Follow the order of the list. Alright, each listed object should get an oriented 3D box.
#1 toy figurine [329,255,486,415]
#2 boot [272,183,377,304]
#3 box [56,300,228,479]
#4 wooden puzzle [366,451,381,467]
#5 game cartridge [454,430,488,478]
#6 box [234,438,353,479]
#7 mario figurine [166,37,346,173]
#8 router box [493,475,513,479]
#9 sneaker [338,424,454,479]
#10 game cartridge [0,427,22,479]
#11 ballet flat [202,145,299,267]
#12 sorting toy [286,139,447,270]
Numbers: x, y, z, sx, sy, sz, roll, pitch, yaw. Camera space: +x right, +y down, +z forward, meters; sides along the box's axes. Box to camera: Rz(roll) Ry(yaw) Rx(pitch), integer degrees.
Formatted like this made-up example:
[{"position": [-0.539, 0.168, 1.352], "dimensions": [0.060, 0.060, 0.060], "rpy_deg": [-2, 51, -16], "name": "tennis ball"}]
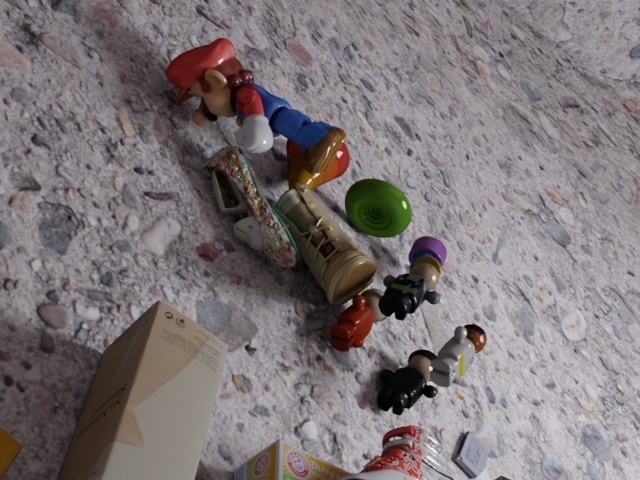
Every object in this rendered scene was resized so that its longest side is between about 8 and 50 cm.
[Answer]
[{"position": [0.148, 0.152, 2.089], "dimensions": [0.213, 0.209, 0.148], "rpy_deg": [51, 43, 0], "name": "toy figurine"}, {"position": [0.000, 0.000, 2.099], "dimensions": [0.203, 0.095, 0.262], "rpy_deg": [53, 1, 7], "name": "boot"}, {"position": [-0.227, 0.242, 1.617], "dimensions": [0.121, 0.148, 0.311], "rpy_deg": [36, 34, -19], "name": "box"}, {"position": [0.098, 0.364, 2.007], "dimensions": [0.083, 0.006, 0.049], "rpy_deg": [54, 33, 6], "name": "wooden puzzle"}, {"position": [0.258, 0.366, 2.188], "dimensions": [0.056, 0.017, 0.083], "rpy_deg": [43, 33, -4], "name": "game cartridge"}, {"position": [-0.013, 0.375, 1.773], "dimensions": [0.203, 0.103, 0.114], "rpy_deg": [30, 38, -28], "name": "box"}, {"position": [-0.126, -0.203, 2.174], "dimensions": [0.320, 0.198, 0.170], "rpy_deg": [32, 65, 6], "name": "mario figurine"}, {"position": [0.390, 0.548, 2.102], "dimensions": [0.309, 0.081, 0.243], "rpy_deg": [27, 39, -31], "name": "router box"}, {"position": [0.094, 0.322, 1.775], "dimensions": [0.270, 0.090, 0.145], "rpy_deg": [25, 40, -43], "name": "sneaker"}, {"position": [-0.507, 0.243, 1.375], "dimensions": [0.285, 0.053, 0.323], "rpy_deg": [43, 36, -10], "name": "game cartridge"}, {"position": [-0.122, -0.047, 2.108], "dimensions": [0.077, 0.091, 0.241], "rpy_deg": [-21, 66, -24], "name": "ballet flat"}, {"position": [0.067, -0.042, 2.284], "dimensions": [0.365, 0.127, 0.126], "rpy_deg": [41, 44, -11], "name": "sorting toy"}]
